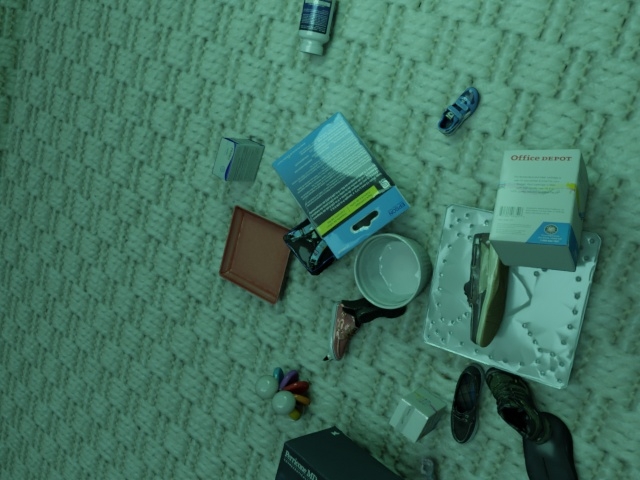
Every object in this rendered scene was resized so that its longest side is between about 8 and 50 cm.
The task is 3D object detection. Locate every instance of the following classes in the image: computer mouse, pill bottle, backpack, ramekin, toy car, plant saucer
[{"bbox_3d":[0.577,0.565,1.585,0.189,0.072,0.272,-18,84,35],"label":"computer mouse"},{"bbox_3d":[-0.013,-0.630,1.864,0.094,0.094,0.169,19,104,32],"label":"pill bottle"},{"bbox_3d":[0.000,0.000,1.901,0.173,0.117,0.158,-40,71,-4],"label":"backpack"},{"bbox_3d":[0.207,0.081,1.770,0.207,0.109,0.207,3,95,35],"label":"ramekin"},{"bbox_3d":[-0.108,0.473,2.016,0.182,0.159,0.136,37,79,27],"label":"toy car"},{"bbox_3d":[-0.200,0.043,2.082,0.259,0.048,0.258,24,107,30],"label":"plant saucer"}]

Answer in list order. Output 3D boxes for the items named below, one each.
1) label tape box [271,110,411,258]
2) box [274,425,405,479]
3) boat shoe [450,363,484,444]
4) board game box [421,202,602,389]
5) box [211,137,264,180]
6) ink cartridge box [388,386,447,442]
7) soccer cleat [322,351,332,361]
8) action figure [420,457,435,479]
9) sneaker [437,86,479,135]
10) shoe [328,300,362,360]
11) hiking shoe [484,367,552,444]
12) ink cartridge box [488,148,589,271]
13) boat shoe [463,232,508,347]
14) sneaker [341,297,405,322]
[{"bbox_3d":[0.062,-0.149,1.801,0.249,0.115,0.347,-37,74,7],"label":"label tape box"},{"bbox_3d":[0.024,0.775,1.761,0.294,0.212,0.395,26,108,43],"label":"box"},{"bbox_3d":[0.384,0.442,1.702,0.080,0.076,0.228,19,105,32],"label":"boat shoe"},{"bbox_3d":[0.474,0.130,1.629,0.390,0.050,0.389,15,103,32],"label":"board game box"},{"bbox_3d":[-0.261,-0.258,2.041,0.072,0.137,0.126,29,110,30],"label":"box"},{"bbox_3d":[0.263,0.477,1.747,0.090,0.143,0.092,32,112,28],"label":"ink cartridge box"},{"bbox_3d":[0.039,0.348,1.953,0.083,0.036,0.029,-39,73,31],"label":"soccer cleat"},{"bbox_3d":[0.352,0.777,1.733,0.370,0.248,0.275,-1,137,46],"label":"action figure"},{"bbox_3d":[0.356,-0.333,1.661,0.053,0.059,0.144,45,116,25],"label":"sneaker"},{"bbox_3d":[0.075,0.270,1.896,0.081,0.064,0.177,-1,82,36],"label":"shoe"},{"bbox_3d":[0.476,0.396,1.587,0.086,0.114,0.226,-50,44,15],"label":"hiking shoe"},{"bbox_3d":[0.505,-0.070,1.466,0.171,0.168,0.232,5,70,30],"label":"ink cartridge box"},{"bbox_3d":[0.403,0.119,1.589,0.092,0.103,0.284,11,96,38],"label":"boat shoe"},{"bbox_3d":[0.151,0.190,1.835,0.089,0.170,0.051,-113,13,-61],"label":"sneaker"}]
